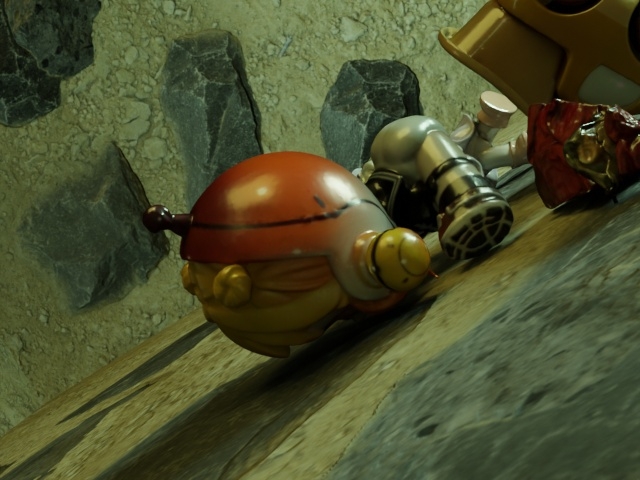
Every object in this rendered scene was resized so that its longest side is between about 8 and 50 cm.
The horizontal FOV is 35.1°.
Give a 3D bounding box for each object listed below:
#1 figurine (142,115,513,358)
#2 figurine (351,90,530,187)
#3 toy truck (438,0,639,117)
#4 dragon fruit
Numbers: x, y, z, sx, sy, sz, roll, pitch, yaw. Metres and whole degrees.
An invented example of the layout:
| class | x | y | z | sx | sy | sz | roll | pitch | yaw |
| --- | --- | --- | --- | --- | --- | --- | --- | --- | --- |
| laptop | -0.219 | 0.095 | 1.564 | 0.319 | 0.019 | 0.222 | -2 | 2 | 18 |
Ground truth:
| class | x | y | z | sx | sy | sz | roll | pitch | yaw |
| --- | --- | --- | --- | --- | --- | --- | --- | --- | --- |
| figurine | 0.000 | -0.005 | 1.023 | 0.323 | 0.196 | 0.320 | -23 | 6 | -18 |
| figurine | 0.172 | -0.102 | 1.454 | 0.276 | 0.133 | 0.200 | -27 | 34 | 24 |
| toy truck | 0.303 | -0.236 | 1.153 | 0.212 | 0.288 | 0.204 | -58 | -6 | 23 |
| dragon fruit | 0.249 | -0.064 | 0.886 | 0.192 | 0.122 | 0.092 | -152 | 80 | -83 |
